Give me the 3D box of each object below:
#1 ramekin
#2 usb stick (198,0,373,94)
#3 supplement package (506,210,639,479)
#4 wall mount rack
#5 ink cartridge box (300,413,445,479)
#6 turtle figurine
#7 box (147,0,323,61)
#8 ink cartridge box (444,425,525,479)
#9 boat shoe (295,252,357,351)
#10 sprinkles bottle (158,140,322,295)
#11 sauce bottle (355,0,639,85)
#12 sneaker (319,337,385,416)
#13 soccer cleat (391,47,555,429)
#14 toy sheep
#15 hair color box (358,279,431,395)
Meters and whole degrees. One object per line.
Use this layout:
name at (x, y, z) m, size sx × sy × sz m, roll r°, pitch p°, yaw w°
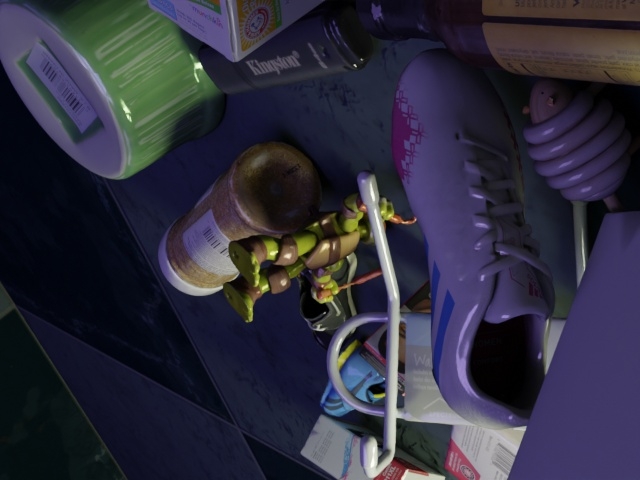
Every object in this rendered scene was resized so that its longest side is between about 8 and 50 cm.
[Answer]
ramekin at (-0.279, -0.224, 1.324) m, size 0.303 × 0.148 × 0.303 m, roll 36°, pitch 150°, yaw 24°
usb stick at (-0.045, -0.203, 1.118) m, size 0.278 × 0.045 × 0.077 m, roll 2°, pitch 127°, yaw 55°
supplement package at (0.289, 0.121, 0.771) m, size 0.145 × 0.261 × 0.204 m, roll 35°, pitch 161°, yaw -28°
wall mount rack at (0.155, 0.085, 1.017) m, size 0.350 × 0.130 × 0.304 m, roll 1°, pitch 91°, yaw 19°
ink cartridge box at (0.077, 0.336, 1.548) m, size 0.175 × 0.072 × 0.127 m, roll 27°, pitch 180°, yaw 36°
turtle figurine at (0.000, 0.000, 1.173) m, size 0.087 × 0.217 × 0.269 m, roll 59°, pitch 150°, yaw 17°
box at (-0.042, -0.259, 0.867) m, size 0.114 × 0.203 × 0.103 m, roll 35°, pitch 150°, yaw 26°
ink cartridge box at (0.271, 0.269, 1.202) m, size 0.237 × 0.100 × 0.172 m, roll 36°, pitch 151°, yaw 25°
boat shoe at (-0.001, 0.082, 1.391) m, size 0.084 × 0.079 × 0.233 m, roll 34°, pitch 151°, yaw 24°
sprinkles bottle at (-0.116, -0.019, 1.380) m, size 0.121 × 0.121 × 0.355 m, roll 51°, pitch 153°, yaw -3°
sauce bottle at (0.165, -0.178, 0.771) m, size 0.344 × 0.111 × 0.111 m, roll 19°, pitch 140°, yaw 46°
sneaker at (0.054, 0.219, 1.496) m, size 0.082 × 0.069 × 0.209 m, roll 37°, pitch 151°, yaw 14°
soccer cleat at (0.143, -0.002, 0.869) m, size 0.143 × 0.116 × 0.331 m, roll -173°, pitch 73°, yaw -73°
toy sheep at (0.215, -0.078, 0.850) m, size 0.132 × 0.091 × 0.091 m, roll 53°, pitch 153°, yaw -8°
hair color box at (0.117, 0.099, 1.162) m, size 0.072 × 0.141 × 0.043 m, roll 43°, pitch 156°, yaw 11°
